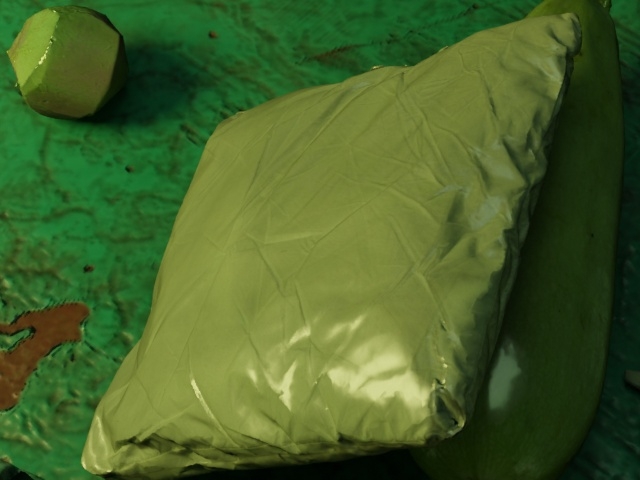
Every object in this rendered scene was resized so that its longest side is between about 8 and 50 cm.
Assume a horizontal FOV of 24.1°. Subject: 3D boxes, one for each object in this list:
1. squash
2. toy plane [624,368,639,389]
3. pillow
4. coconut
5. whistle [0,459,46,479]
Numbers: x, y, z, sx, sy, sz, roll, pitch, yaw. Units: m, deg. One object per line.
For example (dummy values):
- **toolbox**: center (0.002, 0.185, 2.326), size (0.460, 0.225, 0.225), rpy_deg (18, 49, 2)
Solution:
- **squash**: center (0.119, -0.016, 0.888), size (0.118, 0.118, 0.370), rpy_deg (7, 57, 10)
- **toy plane**: center (0.162, 0.170, 0.770), size (0.092, 0.108, 0.286), rpy_deg (8, 52, 19)
- **pillow**: center (-0.001, 0.001, 0.840), size (0.281, 0.076, 0.274), rpy_deg (-12, 47, 43)
- **coconut**: center (-0.167, -0.119, 1.004), size (0.081, 0.083, 0.082), rpy_deg (12, 34, -33)
- **whistle**: center (-0.140, 0.161, 0.841), size (0.186, 0.039, 0.039), rpy_deg (21, 61, 18)
